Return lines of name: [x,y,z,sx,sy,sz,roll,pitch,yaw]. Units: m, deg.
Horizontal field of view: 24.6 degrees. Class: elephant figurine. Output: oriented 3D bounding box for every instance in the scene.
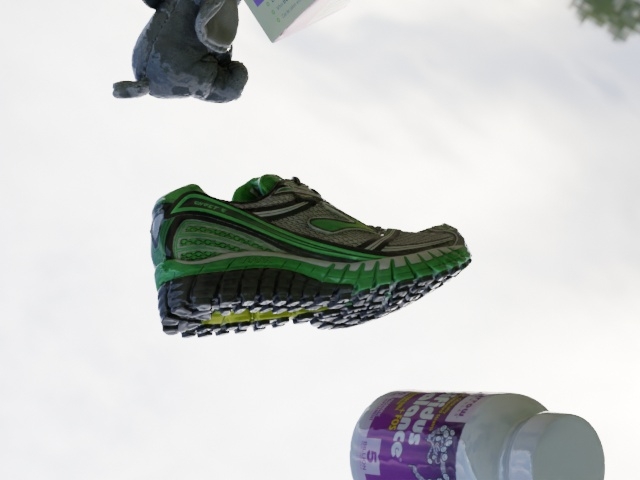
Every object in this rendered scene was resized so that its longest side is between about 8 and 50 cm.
elephant figurine: [-0.156,-0.307,1.879,0.169,0.239,0.186,12,-149,-5]

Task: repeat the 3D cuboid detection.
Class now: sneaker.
sneaker: [0.000,0.000,1.373,0.343,0.134,0.146,0,-111,-36]

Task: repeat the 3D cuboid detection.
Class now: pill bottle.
pill bottle: [0.187,0.264,1.761,0.169,0.169,0.301,12,169,-38]

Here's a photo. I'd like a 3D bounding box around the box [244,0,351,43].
box: [-0.025,-0.357,1.434,0.117,0.213,0.243,-33,-92,-36]
